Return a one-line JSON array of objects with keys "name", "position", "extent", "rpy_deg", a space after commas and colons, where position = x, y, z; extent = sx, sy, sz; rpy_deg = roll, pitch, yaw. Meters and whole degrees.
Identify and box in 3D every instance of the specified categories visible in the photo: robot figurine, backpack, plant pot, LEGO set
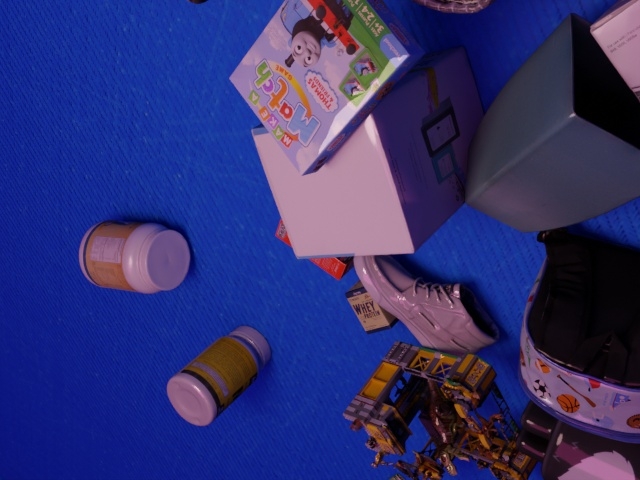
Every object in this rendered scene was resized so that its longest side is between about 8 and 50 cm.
[{"name": "robot figurine", "position": [0.437, 0.318, 1.203], "extent": [0.278, 0.209, 0.174], "rpy_deg": [22, 85, 25]}, {"name": "backpack", "position": [0.382, 0.134, 1.065], "extent": [0.276, 0.263, 0.213], "rpy_deg": [13, 125, 29]}, {"name": "plant pot", "position": [0.294, -0.121, 1.010], "extent": [0.165, 0.166, 0.234], "rpy_deg": [24, 145, -19]}, {"name": "LEGO set", "position": [0.192, 0.330, 1.321], "extent": [0.255, 0.192, 0.331], "rpy_deg": [16, 146, 41]}]

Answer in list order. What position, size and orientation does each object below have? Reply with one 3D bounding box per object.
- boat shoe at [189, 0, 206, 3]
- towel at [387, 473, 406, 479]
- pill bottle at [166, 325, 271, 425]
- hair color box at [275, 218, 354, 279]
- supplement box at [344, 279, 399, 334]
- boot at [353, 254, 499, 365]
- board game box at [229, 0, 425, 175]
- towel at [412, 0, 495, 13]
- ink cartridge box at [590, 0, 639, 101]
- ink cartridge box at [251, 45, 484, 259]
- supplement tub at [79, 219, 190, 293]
[{"name": "boat shoe", "position": [-0.219, -0.519, 1.200], "extent": [0.120, 0.122, 0.324], "rpy_deg": [24, 129, 27]}, {"name": "towel", "position": [0.182, 0.556, 1.661], "extent": [0.152, 0.023, 0.113], "rpy_deg": [42, 134, 7]}, {"name": "pill bottle", "position": [-0.199, 0.267, 1.631], "extent": [0.119, 0.208, 0.119], "rpy_deg": [19, 128, 27]}, {"name": "hair color box", "position": [0.000, 0.000, 1.403], "extent": [0.141, 0.072, 0.043], "rpy_deg": [34, 134, 14]}, {"name": "supplement box", "position": [0.101, 0.101, 1.383], "extent": [0.056, 0.083, 0.083], "rpy_deg": [-21, 103, 42]}, {"name": "boot", "position": [0.179, 0.087, 1.317], "extent": [0.258, 0.095, 0.123], "rpy_deg": [45, 130, -12]}, {"name": "board game box", "position": [0.000, -0.202, 0.937], "extent": [0.160, 0.039, 0.211], "rpy_deg": [54, 130, 11]}, {"name": "towel", "position": [0.123, -0.378, 0.953], "extent": [0.283, 0.235, 0.121], "rpy_deg": [26, 136, 22]}, {"name": "ink cartridge box", "position": [0.412, -0.195, 0.906], "extent": [0.208, 0.153, 0.087], "rpy_deg": [52, 133, -4]}, {"name": "ink cartridge box", "position": [0.085, -0.123, 1.119], "extent": [0.198, 0.270, 0.197], "rpy_deg": [-4, 113, 39]}, {"name": "supplement tub", "position": [-0.382, 0.033, 1.664], "extent": [0.199, 0.144, 0.144], "rpy_deg": [4, 120, 35]}]
